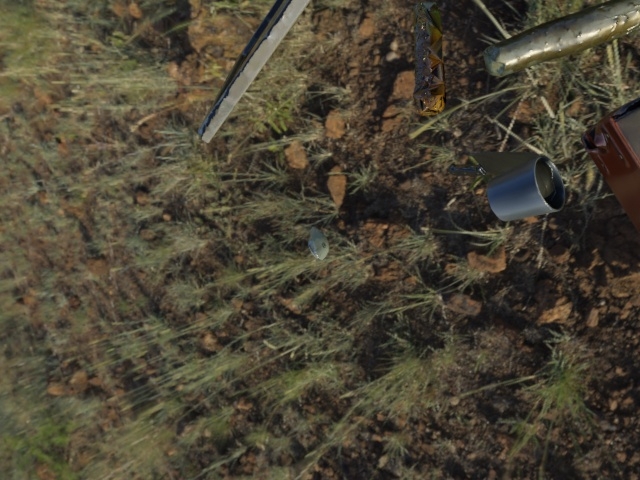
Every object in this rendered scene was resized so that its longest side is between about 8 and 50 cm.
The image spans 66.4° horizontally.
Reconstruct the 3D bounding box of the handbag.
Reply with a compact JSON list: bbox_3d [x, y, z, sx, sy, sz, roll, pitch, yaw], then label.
[{"bbox_3d":[0.351,-0.051,0.505,0.062,0.127,0.190,-31,82,16],"label":"handbag"}]

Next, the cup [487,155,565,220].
[{"bbox_3d":[0.292,-0.076,0.691,0.078,0.100,0.077,51,143,-15],"label":"cup"}]

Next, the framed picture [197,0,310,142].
[{"bbox_3d":[-0.015,-0.242,0.456,0.016,0.213,0.289,33,124,-21],"label":"framed picture"}]

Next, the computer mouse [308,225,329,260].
[{"bbox_3d":[0.000,0.000,1.151,0.032,0.110,0.056,-31,116,21],"label":"computer mouse"}]

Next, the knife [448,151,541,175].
[{"bbox_3d":[0.333,-0.152,0.959,0.019,0.072,0.245,-59,28,-11],"label":"knife"}]

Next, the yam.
[{"bbox_3d":[0.438,-0.352,0.821,0.317,0.071,0.067,-16,67,12],"label":"yam"}]

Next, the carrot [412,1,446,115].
[{"bbox_3d":[0.219,-0.369,0.990,0.069,0.069,0.229,-5,84,47],"label":"carrot"}]
